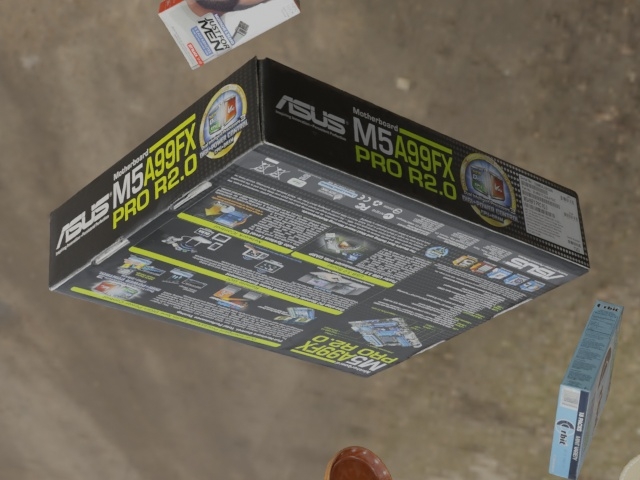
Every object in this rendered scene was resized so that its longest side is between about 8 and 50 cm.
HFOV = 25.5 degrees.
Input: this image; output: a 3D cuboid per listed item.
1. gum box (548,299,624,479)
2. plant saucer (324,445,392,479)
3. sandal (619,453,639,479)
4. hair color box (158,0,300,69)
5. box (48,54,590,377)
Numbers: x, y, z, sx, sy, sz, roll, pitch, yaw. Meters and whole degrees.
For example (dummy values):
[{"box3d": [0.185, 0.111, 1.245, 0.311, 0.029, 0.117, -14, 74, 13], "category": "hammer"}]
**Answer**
[{"box3d": [0.348, 0.194, 1.854, 0.041, 0.184, 0.157, 14, 129, 19], "category": "gum box"}, {"box3d": [0.036, 0.235, 1.325, 0.083, 0.083, 0.013, 26, 143, -31], "category": "plant saucer"}, {"box3d": [0.449, 0.296, 1.697, 0.240, 0.088, 0.079, -6, -178, 40], "category": "sandal"}, {"box3d": [-0.121, -0.310, 1.882, 0.167, 0.053, 0.093, -27, 115, 10], "category": "hair color box"}, {"box3d": [0.000, 0.000, 0.890, 0.270, 0.060, 0.216, 19, 145, -36], "category": "box"}]
